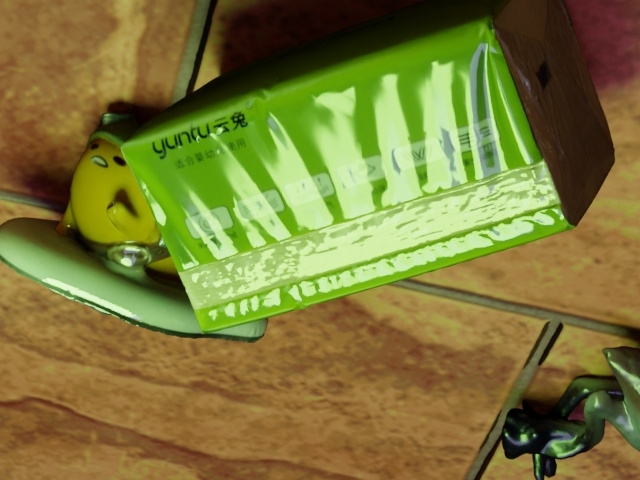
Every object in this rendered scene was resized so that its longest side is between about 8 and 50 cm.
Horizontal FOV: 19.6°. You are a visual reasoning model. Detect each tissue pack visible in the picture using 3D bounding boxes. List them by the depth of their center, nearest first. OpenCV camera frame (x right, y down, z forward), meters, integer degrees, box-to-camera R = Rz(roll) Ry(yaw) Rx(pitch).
[{"bbox_3d":[0.040,-0.065,1.282,0.274,0.200,0.167,-18,102,23],"label":"tissue pack"}]

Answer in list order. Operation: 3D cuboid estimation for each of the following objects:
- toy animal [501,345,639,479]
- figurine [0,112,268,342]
[{"bbox_3d":[0.324,0.176,1.618,0.324,0.090,0.195,16,143,2],"label":"toy animal"},{"bbox_3d":[-0.124,-0.019,1.465,0.250,0.166,0.141,14,104,-45],"label":"figurine"}]
